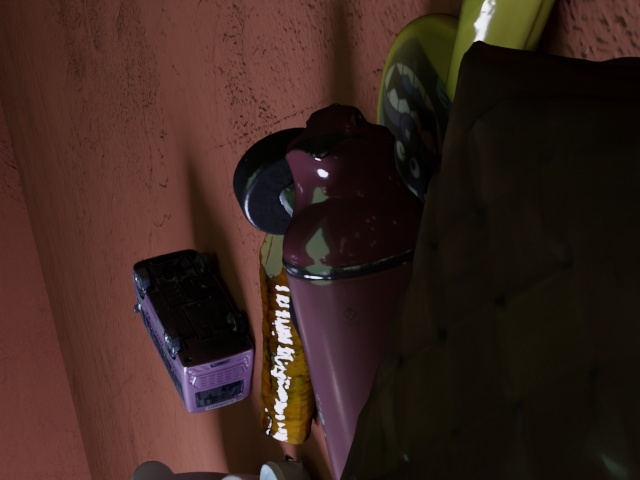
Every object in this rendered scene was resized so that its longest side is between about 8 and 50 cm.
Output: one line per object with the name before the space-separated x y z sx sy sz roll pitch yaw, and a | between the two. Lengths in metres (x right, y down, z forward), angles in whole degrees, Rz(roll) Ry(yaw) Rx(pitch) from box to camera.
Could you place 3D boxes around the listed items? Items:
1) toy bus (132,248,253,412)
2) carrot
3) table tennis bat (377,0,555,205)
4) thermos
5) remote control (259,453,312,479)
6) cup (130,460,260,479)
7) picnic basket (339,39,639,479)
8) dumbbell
toy bus | -0.150 0.102 1.597 0.199 0.096 0.108 -125 27 -46
carrot | -0.027 0.087 1.288 0.070 0.070 0.260 -122 27 -47
table tennis bat | 0.098 -0.078 0.881 0.369 0.054 0.224 102 150 -54
thermos | 0.050 0.062 0.955 0.109 0.136 0.330 5 114 44
remote control | -0.005 0.324 1.349 0.104 0.052 0.247 100 153 -45
cup | -0.129 0.387 1.525 0.290 0.219 0.258 -47 49 29
picnic basket | 0.160 0.104 0.429 0.254 0.291 0.321 -134 48 -59
dumbbell | 0.000 0.000 1.118 0.100 0.100 0.191 100 153 -43
